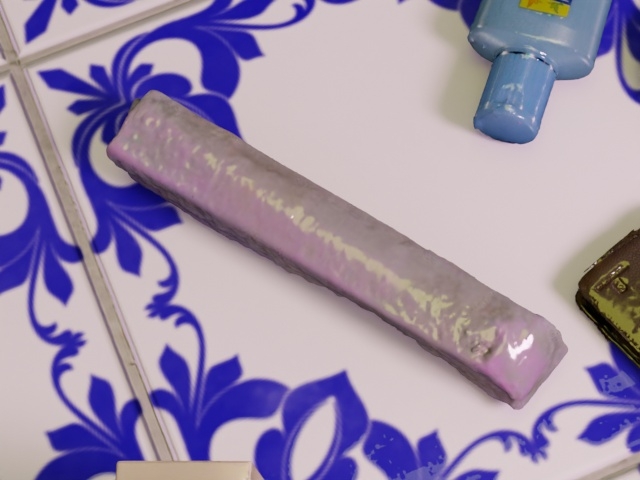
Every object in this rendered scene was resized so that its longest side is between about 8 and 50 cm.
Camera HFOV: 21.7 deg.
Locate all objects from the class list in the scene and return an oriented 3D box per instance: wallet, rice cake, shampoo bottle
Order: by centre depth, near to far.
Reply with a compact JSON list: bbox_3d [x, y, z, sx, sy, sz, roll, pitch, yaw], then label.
[{"bbox_3d":[0.287,0.072,1.221,0.110,0.031,0.198,-38,69,-12],"label":"wallet"},{"bbox_3d":[0.001,0.000,1.254,0.399,0.064,0.070,30,77,16],"label":"rice cake"},{"bbox_3d":[0.183,-0.196,1.330,0.104,0.061,0.258,16,69,12],"label":"shampoo bottle"}]

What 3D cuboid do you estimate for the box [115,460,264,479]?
[{"bbox_3d":[-0.078,0.266,1.085,0.095,0.168,0.212,-1,66,7],"label":"box"}]
